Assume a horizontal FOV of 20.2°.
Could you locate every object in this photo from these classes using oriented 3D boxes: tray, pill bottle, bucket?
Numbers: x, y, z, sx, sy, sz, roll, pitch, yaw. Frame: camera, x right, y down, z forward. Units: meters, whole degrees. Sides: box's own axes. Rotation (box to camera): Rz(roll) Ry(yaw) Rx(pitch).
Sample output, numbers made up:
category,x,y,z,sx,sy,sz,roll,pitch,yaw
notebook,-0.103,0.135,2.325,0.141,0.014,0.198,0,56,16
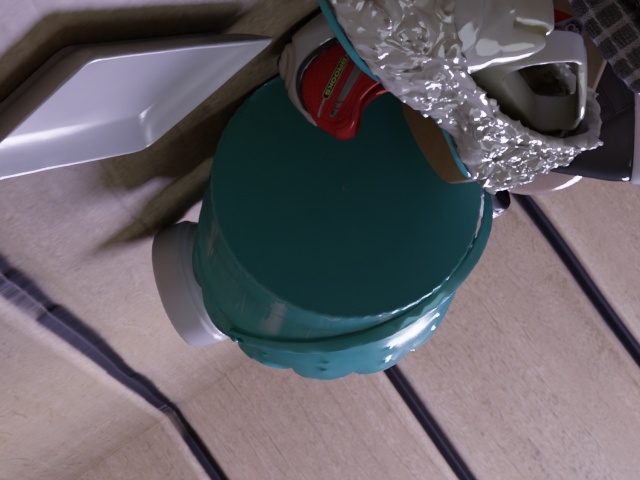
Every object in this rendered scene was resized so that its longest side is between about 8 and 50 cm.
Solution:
category,x,y,z,sx,sy,sz,roll,pitch,yaw
tray,-0.145,-0.101,1.247,0.145,0.030,0.270,-39,172,24
pill bottle,-0.022,0.009,1.854,0.278,0.162,0.162,-19,178,15
bucket,0.017,-0.021,1.640,0.281,0.281,0.183,-33,169,-13

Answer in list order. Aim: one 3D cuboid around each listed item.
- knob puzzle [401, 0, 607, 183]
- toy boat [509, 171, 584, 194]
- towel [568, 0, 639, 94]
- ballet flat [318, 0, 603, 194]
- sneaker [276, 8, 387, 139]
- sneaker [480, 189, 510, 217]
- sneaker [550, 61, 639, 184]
category,x,y,z,sx,sy,sz,roll,pitch,yaw
knob puzzle,0.153,-0.136,1.549,0.213,0.213,0.030,-37,155,14
toy boat,0.223,-0.167,1.920,0.151,0.231,0.151,-4,-149,14
towel,0.266,-0.252,1.335,0.284,0.235,0.121,-27,173,-42
ballet flat,0.121,-0.151,1.322,0.147,0.147,0.409,-36,154,8
sneaker,0.100,-0.180,1.506,0.279,0.118,0.107,-35,174,-2
sneaker,0.179,-0.125,1.816,0.121,0.217,0.079,-19,-152,18
sneaker,0.215,-0.193,1.595,0.147,0.295,0.104,-3,-176,2
